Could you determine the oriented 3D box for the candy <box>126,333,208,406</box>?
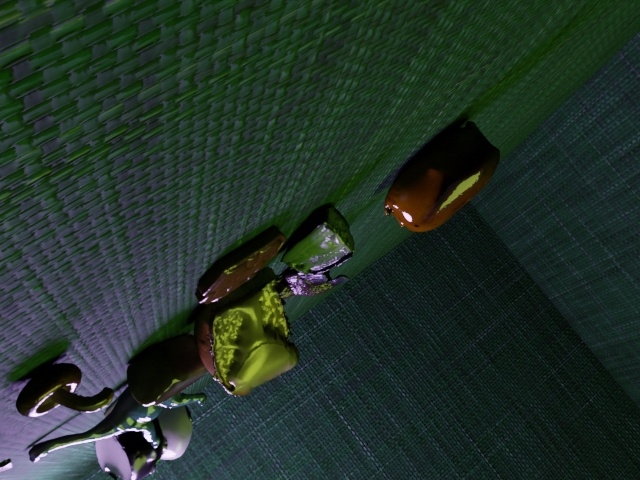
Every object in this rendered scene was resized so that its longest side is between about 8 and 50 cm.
[{"bbox_3d":[-0.314,0.270,1.431,0.104,0.102,0.234,-39,171,9],"label":"candy"}]

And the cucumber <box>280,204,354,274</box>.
[{"bbox_3d":[0.000,0.000,1.362,0.115,0.086,0.193,20,139,-26],"label":"cucumber"}]

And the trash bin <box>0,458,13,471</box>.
[{"bbox_3d":[-0.584,0.526,1.109,0.277,0.262,0.217,-34,171,-28],"label":"trash bin"}]

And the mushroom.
[{"bbox_3d":[-0.355,0.208,0.951,0.129,0.073,0.088,-2,147,-10],"label":"mushroom"}]

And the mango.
[{"bbox_3d":[0.271,-0.135,1.529,0.287,0.152,0.201,-44,160,26],"label":"mango"}]

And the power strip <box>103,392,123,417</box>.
[{"bbox_3d":[-0.488,0.405,1.686,0.123,0.032,0.056,-43,171,34],"label":"power strip"}]

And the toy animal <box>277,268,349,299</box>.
[{"bbox_3d":[-0.032,0.108,1.701,0.179,0.116,0.218,-39,179,1],"label":"toy animal"}]

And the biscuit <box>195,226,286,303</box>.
[{"bbox_3d":[-0.143,0.056,1.201,0.182,0.034,0.215,-33,171,-28],"label":"biscuit"}]

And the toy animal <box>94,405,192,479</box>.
[{"bbox_3d":[-0.498,0.563,1.941,0.212,0.212,0.267,-43,164,35],"label":"toy animal"}]

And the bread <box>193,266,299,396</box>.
[{"bbox_3d":[-0.168,0.186,1.397,0.204,0.162,0.262,-31,128,-34],"label":"bread"}]

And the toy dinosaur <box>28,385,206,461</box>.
[{"bbox_3d":[-0.423,0.353,1.523,0.383,0.129,0.331,-51,149,10],"label":"toy dinosaur"}]
